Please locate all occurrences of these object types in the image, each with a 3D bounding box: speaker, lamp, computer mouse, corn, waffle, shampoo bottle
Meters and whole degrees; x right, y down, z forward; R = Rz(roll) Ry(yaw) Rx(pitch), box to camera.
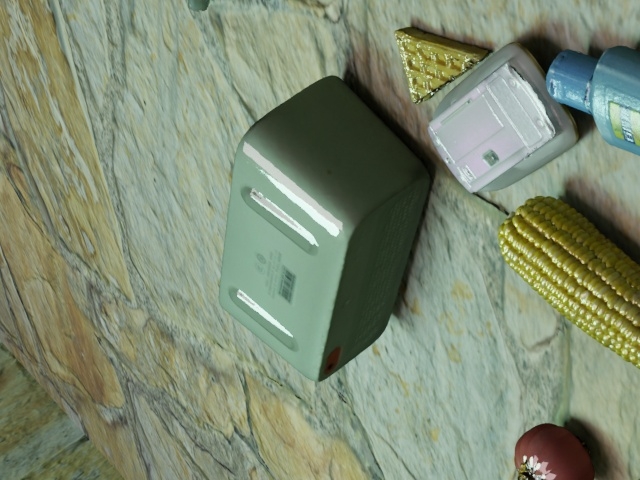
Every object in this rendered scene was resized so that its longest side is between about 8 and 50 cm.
[{"bbox_3d":[0.000,0.000,1.971,0.184,0.183,0.406,42,149,20],"label":"speaker"},{"bbox_3d":[0.281,0.272,1.863,0.107,0.092,0.107,45,153,32],"label":"lamp"},{"bbox_3d":[0.191,-0.125,1.608,0.126,0.056,0.245,57,156,3],"label":"computer mouse"},{"bbox_3d":[0.286,0.049,1.586,0.244,0.093,0.093,44,153,31],"label":"corn"},{"bbox_3d":[0.141,-0.178,1.685,0.153,0.023,0.097,25,141,51],"label":"waffle"},{"bbox_3d":[0.307,-0.114,1.389,0.258,0.061,0.103,31,145,48],"label":"shampoo bottle"}]

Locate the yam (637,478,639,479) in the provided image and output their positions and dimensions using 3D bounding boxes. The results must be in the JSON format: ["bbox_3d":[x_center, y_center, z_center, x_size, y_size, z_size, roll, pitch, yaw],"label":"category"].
[{"bbox_3d":[0.403,0.309,1.758,0.116,0.021,0.021,38,149,37],"label":"yam"}]

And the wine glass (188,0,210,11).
[{"bbox_3d":[-0.166,-0.344,2.068,0.083,0.042,0.039,97,165,-58],"label":"wine glass"}]
